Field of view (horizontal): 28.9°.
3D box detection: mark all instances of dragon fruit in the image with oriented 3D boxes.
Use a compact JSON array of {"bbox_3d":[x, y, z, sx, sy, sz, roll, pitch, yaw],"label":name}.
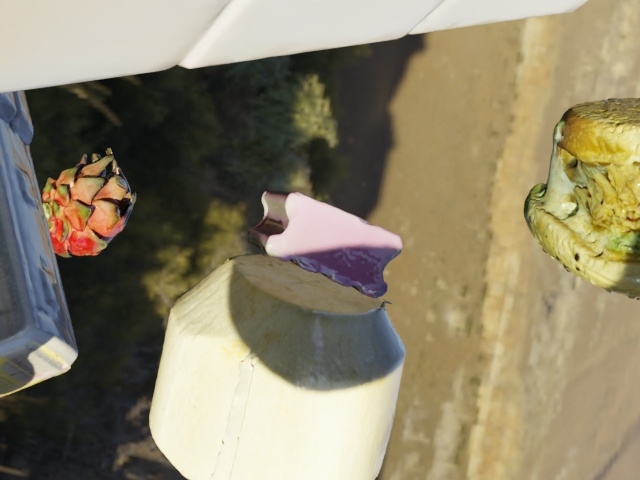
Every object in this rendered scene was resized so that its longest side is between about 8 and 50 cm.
[{"bbox_3d":[-0.312,-0.045,1.640,0.130,0.142,0.121,64,7,2],"label":"dragon fruit"}]

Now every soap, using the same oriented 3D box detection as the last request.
[{"bbox_3d":[0.000,0.000,1.218,0.203,0.122,0.065,-164,-84,-80],"label":"soap"}]

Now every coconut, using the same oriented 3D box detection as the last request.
[{"bbox_3d":[-0.053,0.181,1.477,0.323,0.323,0.323,11,90,-78],"label":"coconut"}]

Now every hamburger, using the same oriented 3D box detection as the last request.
[{"bbox_3d":[0.294,-0.046,1.179,0.288,0.192,0.168,-75,165,-74],"label":"hamburger"}]

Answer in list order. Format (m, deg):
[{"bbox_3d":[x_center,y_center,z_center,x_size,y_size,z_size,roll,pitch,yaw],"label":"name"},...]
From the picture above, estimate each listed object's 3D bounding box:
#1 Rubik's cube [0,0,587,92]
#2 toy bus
[{"bbox_3d":[0.009,-0.238,0.343,0.290,0.291,0.292,-34,-109,56],"label":"Rubik's cube"},{"bbox_3d":[-0.225,-0.036,0.753,0.092,0.106,0.268,59,11,-67],"label":"toy bus"}]
